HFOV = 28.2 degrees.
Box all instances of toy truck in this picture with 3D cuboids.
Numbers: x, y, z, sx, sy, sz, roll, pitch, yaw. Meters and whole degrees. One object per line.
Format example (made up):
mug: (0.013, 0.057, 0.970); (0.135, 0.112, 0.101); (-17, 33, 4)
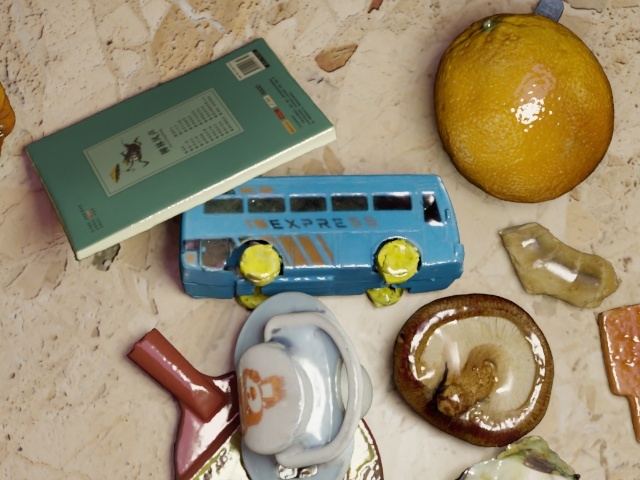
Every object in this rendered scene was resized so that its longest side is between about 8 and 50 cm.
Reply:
toy truck: (0.000, 0.000, 1.734); (0.385, 0.161, 0.162); (-1, 71, -4)

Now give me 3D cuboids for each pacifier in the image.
pacifier: (0.000, 0.206, 1.670); (0.227, 0.207, 0.279); (-14, 76, 37)

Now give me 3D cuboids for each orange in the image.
orange: (0.275, -0.186, 1.740); (0.264, 0.264, 0.264); (1, 80, -5)

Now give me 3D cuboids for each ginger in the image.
ginger: (0.336, 0.036, 1.801); (0.190, 0.069, 0.095); (24, 57, 0)

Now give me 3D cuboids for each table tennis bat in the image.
table tennis bat: (-0.095, 0.276, 1.732); (0.414, 0.051, 0.268); (43, 77, 1)

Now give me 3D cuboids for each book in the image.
book: (-0.197, -0.134, 1.726); (0.379, 0.031, 0.264); (-26, 44, -8)

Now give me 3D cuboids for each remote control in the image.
remote control: (0.314, -0.294, 1.880); (0.043, 0.027, 0.152); (30, 80, -5)

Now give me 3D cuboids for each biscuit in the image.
biscuit: (0.522, 0.193, 1.803); (0.306, 0.043, 0.284); (37, 80, 4)

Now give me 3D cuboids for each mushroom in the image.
mushroom: (0.206, 0.173, 1.741); (0.231, 0.138, 0.194); (40, 65, -8)

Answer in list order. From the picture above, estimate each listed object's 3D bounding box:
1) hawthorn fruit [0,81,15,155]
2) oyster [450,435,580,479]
hawthorn fruit: (-0.509, -0.166, 1.711); (0.189, 0.189, 0.189); (1, 80, -5)
oyster: (0.243, 0.419, 1.697); (0.238, 0.115, 0.351); (15, 67, 21)
